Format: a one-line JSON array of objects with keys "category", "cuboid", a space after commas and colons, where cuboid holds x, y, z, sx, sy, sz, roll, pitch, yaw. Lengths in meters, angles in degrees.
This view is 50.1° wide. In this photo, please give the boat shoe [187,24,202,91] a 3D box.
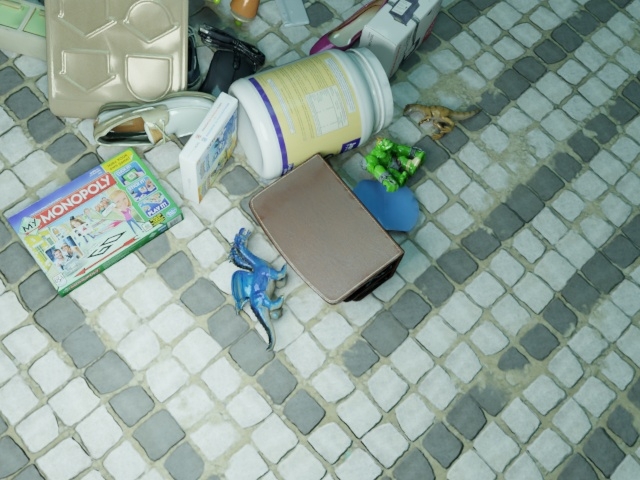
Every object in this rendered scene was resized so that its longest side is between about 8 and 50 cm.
[{"category": "boat shoe", "cuboid": [-0.361, -0.496, 1.730, 0.095, 0.079, 0.255, -11, 67, -7]}]

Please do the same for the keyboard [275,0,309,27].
[{"category": "keyboard", "cuboid": [-0.098, -0.692, 1.883, 0.072, 0.014, 0.256, -11, 69, -16]}]

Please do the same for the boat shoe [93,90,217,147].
[{"category": "boat shoe", "cuboid": [-0.377, -0.267, 1.590, 0.302, 0.113, 0.103, -7, 45, 8]}]

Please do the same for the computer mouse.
[{"category": "computer mouse", "cuboid": [-0.230, -0.400, 1.681, 0.188, 0.072, 0.272, 20, 68, -26]}]

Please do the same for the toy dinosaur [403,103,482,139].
[{"category": "toy dinosaur", "cuboid": [0.318, -0.315, 1.738, 0.211, 0.064, 0.112, 6, 65, -4]}]

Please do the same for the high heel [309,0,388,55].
[{"category": "high heel", "cuboid": [0.076, -0.553, 1.783, 0.244, 0.117, 0.082, -27, 72, -17]}]

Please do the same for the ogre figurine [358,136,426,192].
[{"category": "ogre figurine", "cuboid": [0.169, -0.186, 1.645, 0.118, 0.097, 0.197, 29, 60, 14]}]

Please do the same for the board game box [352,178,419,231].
[{"category": "board game box", "cuboid": [0.149, -0.077, 1.634, 0.168, 0.033, 0.133, 5, 61, -10]}]

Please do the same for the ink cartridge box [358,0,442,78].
[{"category": "ink cartridge box", "cuboid": [0.202, -0.541, 1.762, 0.100, 0.172, 0.237, 36, 68, 9]}]

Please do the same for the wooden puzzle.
[{"category": "wooden puzzle", "cuboid": [-0.472, -0.455, 1.610, 0.322, 0.348, 0.080, 3, 22, -6]}]

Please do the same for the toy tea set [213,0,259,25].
[{"category": "toy tea set", "cuboid": [-0.315, -0.678, 1.818, 0.336, 0.124, 0.200, 46, 40, 17]}]

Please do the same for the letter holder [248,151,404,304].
[{"category": "letter holder", "cuboid": [0.000, 0.000, 1.520, 0.214, 0.152, 0.302, -35, 75, -17]}]

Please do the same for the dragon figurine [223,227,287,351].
[{"category": "dragon figurine", "cuboid": [-0.149, 0.112, 1.485, 0.144, 0.085, 0.289, 5, 62, -2]}]

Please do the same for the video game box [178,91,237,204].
[{"category": "video game box", "cuboid": [-0.250, -0.204, 1.548, 0.048, 0.205, 0.187, 29, 67, 5]}]

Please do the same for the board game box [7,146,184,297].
[{"category": "board game box", "cuboid": [-0.501, -0.047, 1.539, 0.317, 0.046, 0.213, -36, 76, -19]}]

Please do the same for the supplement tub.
[{"category": "supplement tub", "cuboid": [-0.023, -0.303, 1.598, 0.331, 0.241, 0.241, -22, 71, -15]}]

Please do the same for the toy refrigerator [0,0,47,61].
[{"category": "toy refrigerator", "cuboid": [-0.687, -0.515, 1.694, 0.269, 0.094, 0.102, 16, 66, 1]}]
